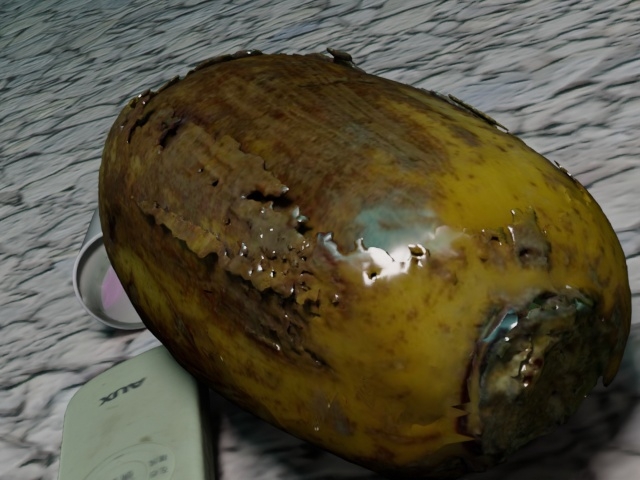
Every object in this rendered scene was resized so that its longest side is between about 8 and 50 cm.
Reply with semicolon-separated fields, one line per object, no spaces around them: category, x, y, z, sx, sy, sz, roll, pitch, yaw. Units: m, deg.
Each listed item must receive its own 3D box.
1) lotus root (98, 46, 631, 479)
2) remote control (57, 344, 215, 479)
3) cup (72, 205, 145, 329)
lotus root;0.000;0.000;0.660;0.195;0.179;0.397;-13;23;-28
remote control;-0.091;0.145;0.621;0.090;0.038;0.309;-24;25;5
cup;-0.120;0.009;0.895;0.104;0.074;0.116;-3;19;-6
